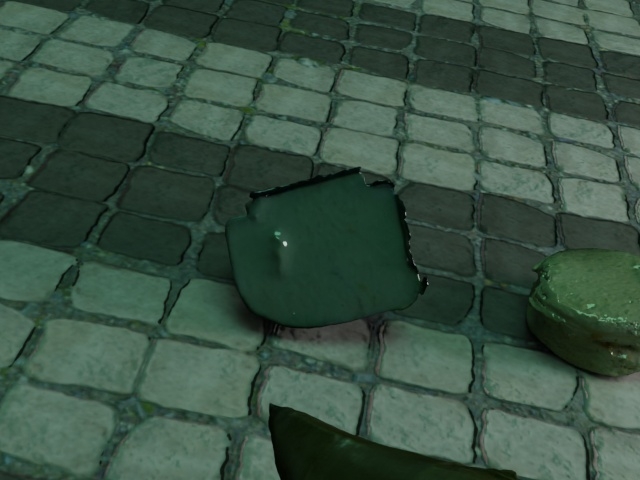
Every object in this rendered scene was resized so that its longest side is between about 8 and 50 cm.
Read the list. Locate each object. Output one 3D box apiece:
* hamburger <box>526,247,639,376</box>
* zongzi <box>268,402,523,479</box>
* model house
[{"bbox_3d":[0.239,0.054,0.937,0.133,0.062,0.140,19,35,15],"label":"hamburger"},{"bbox_3d":[0.051,0.251,0.463,0.392,0.174,0.356,14,49,31],"label":"zongzi"},{"bbox_3d":[0.000,0.000,0.926,0.148,0.120,0.149,-14,8,1],"label":"model house"}]
